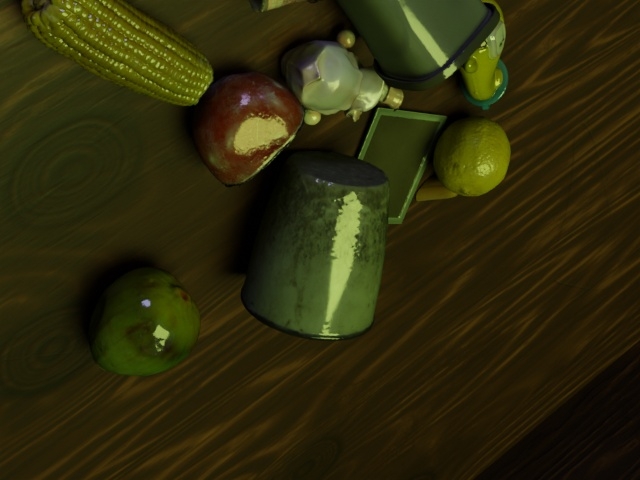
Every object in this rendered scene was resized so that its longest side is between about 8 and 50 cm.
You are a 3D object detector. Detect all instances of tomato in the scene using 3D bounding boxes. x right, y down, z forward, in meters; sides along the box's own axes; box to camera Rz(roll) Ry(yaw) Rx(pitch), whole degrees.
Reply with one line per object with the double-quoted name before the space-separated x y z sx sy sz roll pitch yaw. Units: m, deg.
"tomato" -0.151 -0.222 1.602 0.214 0.181 0.155 -47 125 -2

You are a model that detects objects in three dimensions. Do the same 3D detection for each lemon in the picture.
"lemon" 0.353 -0.199 2.029 0.178 0.178 0.203 43 55 -50

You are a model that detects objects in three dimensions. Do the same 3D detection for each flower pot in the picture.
"flower pot" 0.000 0.000 1.811 0.294 0.294 0.330 -8 120 -37

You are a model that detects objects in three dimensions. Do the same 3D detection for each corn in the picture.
"corn" -0.313 -0.315 1.400 0.344 0.131 0.131 23 105 -48

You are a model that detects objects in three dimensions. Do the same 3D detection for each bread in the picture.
"bread" 0.284 -0.132 2.126 0.049 0.103 0.062 41 48 -60

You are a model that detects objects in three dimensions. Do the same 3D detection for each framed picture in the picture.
"framed picture" 0.157 -0.166 2.006 0.231 0.018 0.293 0 121 -41

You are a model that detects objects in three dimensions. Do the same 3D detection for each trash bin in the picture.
"trash bin" 0.154 -0.438 1.594 0.220 0.219 0.250 -49 116 -13

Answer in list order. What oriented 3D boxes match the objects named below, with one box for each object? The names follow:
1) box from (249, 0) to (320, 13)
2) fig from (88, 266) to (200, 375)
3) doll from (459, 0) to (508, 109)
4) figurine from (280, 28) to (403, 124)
"box" -0.068 -0.465 1.481 0.135 0.151 0.151 -23 135 -14
"fig" -0.352 0.170 1.694 0.230 0.207 0.207 -36 138 -7
"doll" 0.326 -0.407 1.857 0.363 0.145 0.199 64 36 -50
"figurine" 0.041 -0.307 1.706 0.276 0.133 0.200 9 111 -46
